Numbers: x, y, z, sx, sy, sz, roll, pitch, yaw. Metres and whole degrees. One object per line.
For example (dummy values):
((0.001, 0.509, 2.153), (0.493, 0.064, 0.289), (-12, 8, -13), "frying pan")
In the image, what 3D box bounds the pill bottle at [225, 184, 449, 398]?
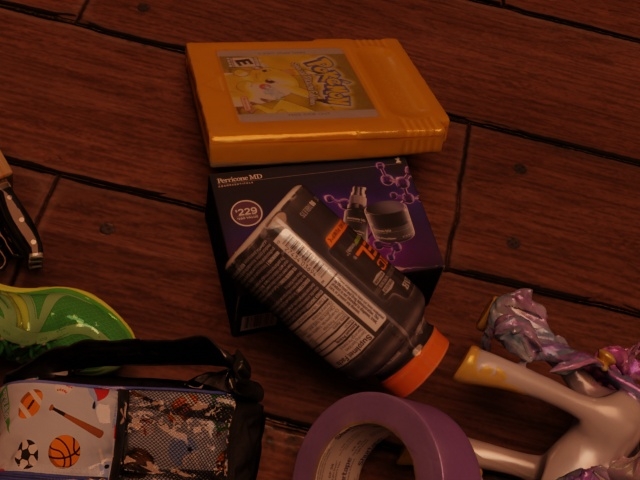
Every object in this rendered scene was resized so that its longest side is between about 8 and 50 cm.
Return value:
((0.025, 0.064, 1.056), (0.245, 0.130, 0.130), (42, 58, -3), "pill bottle")

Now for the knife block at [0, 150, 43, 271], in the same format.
((-0.417, -0.086, 1.116), (0.088, 0.276, 0.242), (-29, 36, -26), "knife block")

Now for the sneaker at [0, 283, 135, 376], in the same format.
((-0.348, 0.099, 1.036), (0.295, 0.109, 0.123), (19, 27, -19), "sneaker")

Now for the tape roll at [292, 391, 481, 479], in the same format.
((0.067, 0.257, 0.997), (0.080, 0.189, 0.189), (22, 42, -48), "tape roll")

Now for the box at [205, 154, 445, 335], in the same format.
((0.000, 0.000, 1.211), (0.261, 0.103, 0.184), (-8, 56, -15), "box")

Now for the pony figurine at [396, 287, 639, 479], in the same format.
((0.317, 0.213, 1.055), (0.363, 0.303, 0.351), (31, 89, 6), "pony figurine")

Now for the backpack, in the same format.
((-0.194, 0.216, 0.956), (0.263, 0.276, 0.213), (10, 69, 1), "backpack")

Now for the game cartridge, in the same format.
((-0.011, -0.201, 1.313), (0.323, 0.053, 0.285), (-6, 37, -12), "game cartridge")
